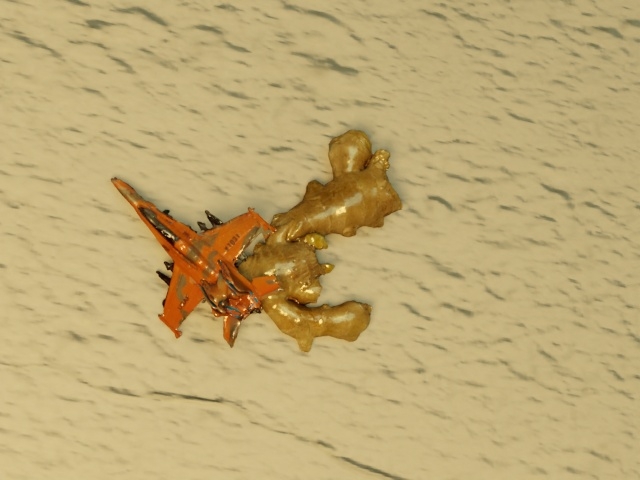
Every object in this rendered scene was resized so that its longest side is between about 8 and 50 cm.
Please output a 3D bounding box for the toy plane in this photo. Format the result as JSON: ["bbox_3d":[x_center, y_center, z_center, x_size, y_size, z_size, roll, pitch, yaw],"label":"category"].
[{"bbox_3d":[-0.118,0.007,1.521,0.188,0.062,0.135,44,99,25],"label":"toy plane"}]

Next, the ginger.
[{"bbox_3d":[0.000,0.000,1.564,0.176,0.052,0.193,-14,79,-22],"label":"ginger"}]
